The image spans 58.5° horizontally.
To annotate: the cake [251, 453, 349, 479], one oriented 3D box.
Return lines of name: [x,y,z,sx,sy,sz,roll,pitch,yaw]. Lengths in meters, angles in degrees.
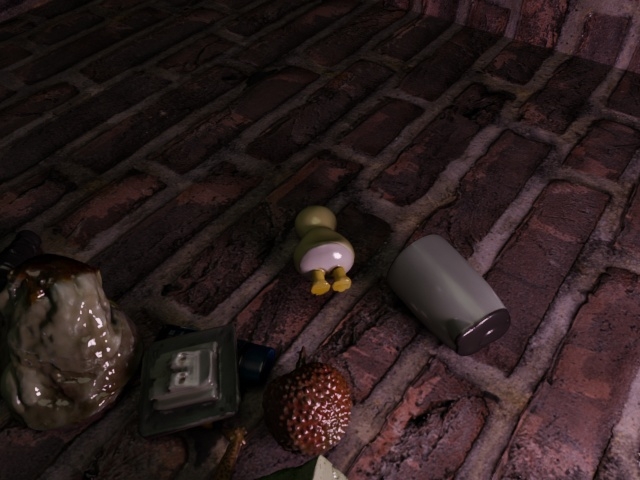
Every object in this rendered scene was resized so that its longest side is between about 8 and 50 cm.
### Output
cake: [-0.079,0.414,0.910,0.236,0.099,0.100,-14,34,24]

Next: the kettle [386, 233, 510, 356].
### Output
kettle: [0.293,0.120,1.217,0.221,0.161,0.236,2,37,-42]

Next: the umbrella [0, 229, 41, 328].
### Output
umbrella: [-0.722,0.109,1.299,0.113,0.106,0.357,5,38,-6]

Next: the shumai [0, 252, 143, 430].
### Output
shumai: [-0.519,0.170,1.103,0.310,0.263,0.303,6,44,7]

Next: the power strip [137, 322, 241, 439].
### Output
power strip: [-0.262,0.257,1.096,0.213,0.064,0.198,-17,53,7]

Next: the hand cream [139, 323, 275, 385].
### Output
hand cream: [-0.233,0.235,1.178,0.271,0.061,0.120,8,45,16]

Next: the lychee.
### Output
lychee: [-0.026,0.291,1.040,0.165,0.165,0.197,-15,63,-13]

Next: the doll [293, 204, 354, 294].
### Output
doll: [0.002,0.010,1.358,0.142,0.117,0.296,-11,33,-1]

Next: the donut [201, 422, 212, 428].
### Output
donut: [-0.221,0.313,1.110,0.067,0.037,0.083,17,50,21]

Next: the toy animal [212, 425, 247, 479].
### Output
toy animal: [-0.201,0.437,0.972,0.149,0.054,0.275,19,50,40]
